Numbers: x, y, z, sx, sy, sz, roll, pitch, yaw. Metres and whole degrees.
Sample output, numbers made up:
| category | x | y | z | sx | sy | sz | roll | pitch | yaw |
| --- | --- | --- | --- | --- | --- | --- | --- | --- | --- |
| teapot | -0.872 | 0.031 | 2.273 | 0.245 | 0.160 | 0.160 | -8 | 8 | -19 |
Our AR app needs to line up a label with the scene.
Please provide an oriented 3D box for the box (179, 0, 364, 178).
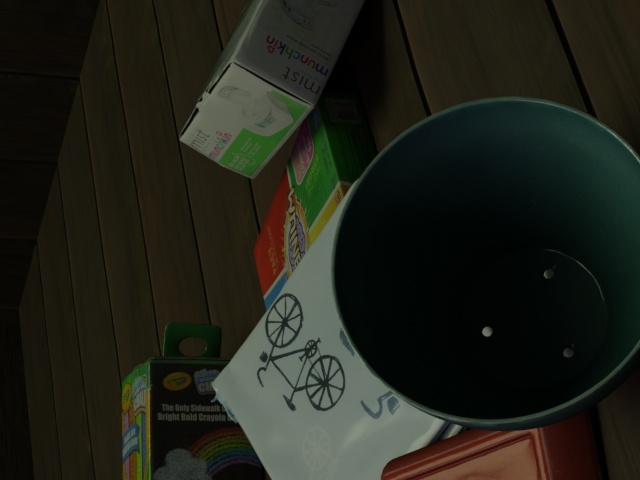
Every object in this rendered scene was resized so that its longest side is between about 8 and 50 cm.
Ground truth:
| category | x | y | z | sx | sy | sz | roll | pitch | yaw |
| --- | --- | --- | --- | --- | --- | --- | --- | --- | --- |
| box | -0.060 | -0.242 | 2.272 | 0.231 | 0.127 | 0.262 | -67 | 10 | -26 |

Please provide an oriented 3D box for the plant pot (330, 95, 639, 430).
| category | x | y | z | sx | sy | sz | roll | pitch | yaw |
| --- | --- | --- | --- | --- | --- | --- | --- | --- | --- |
| plant pot | 0.174 | 0.044 | 1.548 | 0.195 | 0.290 | 0.290 | 50 | -148 | -64 |

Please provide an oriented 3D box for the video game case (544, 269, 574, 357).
| category | x | y | z | sx | sy | sz | roll | pitch | yaw |
| --- | --- | --- | --- | --- | --- | --- | --- | --- | --- |
| video game case | 0.196 | 0.084 | 1.783 | 0.206 | 0.026 | 0.227 | 113 | 151 | -44 |

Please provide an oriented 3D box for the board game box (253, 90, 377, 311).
| category | x | y | z | sx | sy | sz | roll | pitch | yaw |
| --- | --- | --- | --- | --- | --- | --- | --- | --- | --- |
| board game box | 0.000 | 0.000 | 2.287 | 0.316 | 0.064 | 0.242 | 113 | 153 | -43 |

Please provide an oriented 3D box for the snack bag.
| category | x | y | z | sx | sy | sz | roll | pitch | yaw |
| --- | --- | --- | --- | --- | --- | --- | --- | --- | --- |
| snack bag | 0.037 | 0.144 | 1.883 | 0.342 | 0.037 | 0.323 | -54 | 45 | 20 |

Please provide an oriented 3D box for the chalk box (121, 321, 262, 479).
| category | x | y | z | sx | sy | sz | roll | pitch | yaw |
| --- | --- | --- | --- | --- | --- | --- | --- | --- | --- |
| chalk box | -0.196 | 0.271 | 2.633 | 0.179 | 0.180 | 0.289 | 142 | 129 | -65 |

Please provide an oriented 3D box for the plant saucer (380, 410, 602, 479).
| category | x | y | z | sx | sy | sz | roll | pitch | yaw |
| --- | --- | --- | --- | --- | --- | --- | --- | --- | --- |
| plant saucer | 0.158 | 0.296 | 1.650 | 0.259 | 0.047 | 0.258 | -27 | 61 | 37 |
